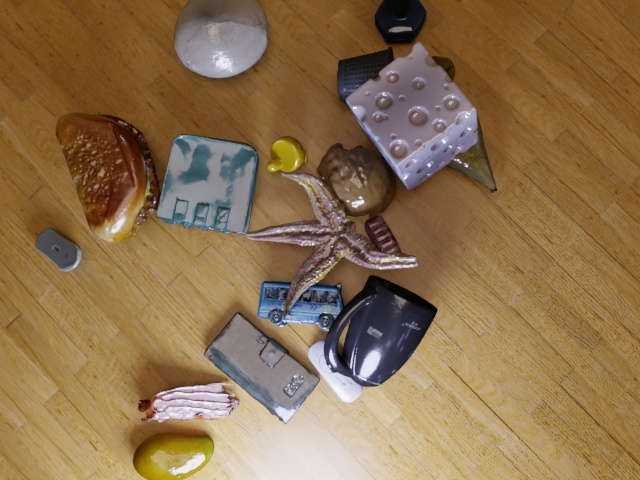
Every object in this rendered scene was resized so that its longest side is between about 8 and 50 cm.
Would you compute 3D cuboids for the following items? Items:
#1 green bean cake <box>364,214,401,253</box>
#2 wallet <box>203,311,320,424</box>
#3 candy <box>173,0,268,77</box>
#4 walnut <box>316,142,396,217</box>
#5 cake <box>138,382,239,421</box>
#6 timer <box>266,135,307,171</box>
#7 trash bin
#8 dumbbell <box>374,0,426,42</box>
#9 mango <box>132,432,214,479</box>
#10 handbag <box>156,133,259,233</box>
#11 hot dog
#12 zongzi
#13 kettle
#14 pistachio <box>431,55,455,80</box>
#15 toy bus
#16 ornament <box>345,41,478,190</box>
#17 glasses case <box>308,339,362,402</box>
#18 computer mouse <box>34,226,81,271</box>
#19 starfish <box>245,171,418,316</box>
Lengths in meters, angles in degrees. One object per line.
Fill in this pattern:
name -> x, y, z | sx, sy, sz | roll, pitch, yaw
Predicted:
green bean cake -> 0.179, -0.002, 1.597 | 0.056, 0.136, 0.135 | -27, 82, -1
wallet -> -0.171, 0.366, 1.621 | 0.317, 0.044, 0.169 | 39, 86, 5
candy -> -0.298, -0.621, 1.668 | 0.295, 0.185, 0.295 | -1, 79, 6
walnut -> 0.106, -0.180, 1.598 | 0.238, 0.141, 0.204 | 18, 58, 2
cake -> -0.375, 0.466, 1.593 | 0.287, 0.135, 0.098 | -6, 69, -7
timer -> -0.104, -0.251, 1.653 | 0.107, 0.109, 0.107 | 16, 121, 28
trash bin -> 0.133, -0.471, 1.647 | 0.161, 0.175, 0.175 | -1, 84, 13
dumbbell -> 0.224, -0.694, 1.581 | 0.156, 0.316, 0.144 | 0, 79, 9
mango -> -0.414, 0.611, 1.584 | 0.227, 0.099, 0.136 | -7, 77, -6
handbag -> -0.327, -0.163, 1.665 | 0.268, 0.100, 0.274 | 7, 85, 0
hot dog -> -0.595, -0.204, 1.633 | 0.223, 0.185, 0.405 | -23, 83, 3
zongzi -> 0.377, -0.231, 1.638 | 0.228, 0.115, 0.256 | -18, 95, 8
kettle -> 0.140, 0.255, 1.527 | 0.268, 0.207, 0.290 | 24, 98, -31
pistachio -> 0.315, -0.478, 1.661 | 0.189, 0.100, 0.110 | -17, 79, 0
toy bus -> -0.050, 0.184, 1.601 | 0.246, 0.113, 0.134 | 3, 78, 5
ornament -> 0.249, -0.317, 1.481 | 0.240, 0.239, 0.240 | -36, 72, 7
glasses case -> 0.042, 0.374, 1.606 | 0.076, 0.049, 0.197 | -38, 83, -1
computer mouse -> -0.786, 0.027, 1.684 | 0.181, 0.056, 0.089 | 32, 81, 13
starfish -> 0.002, -0.002, 1.524 | 0.384, 0.132, 0.398 | -34, 83, 9
